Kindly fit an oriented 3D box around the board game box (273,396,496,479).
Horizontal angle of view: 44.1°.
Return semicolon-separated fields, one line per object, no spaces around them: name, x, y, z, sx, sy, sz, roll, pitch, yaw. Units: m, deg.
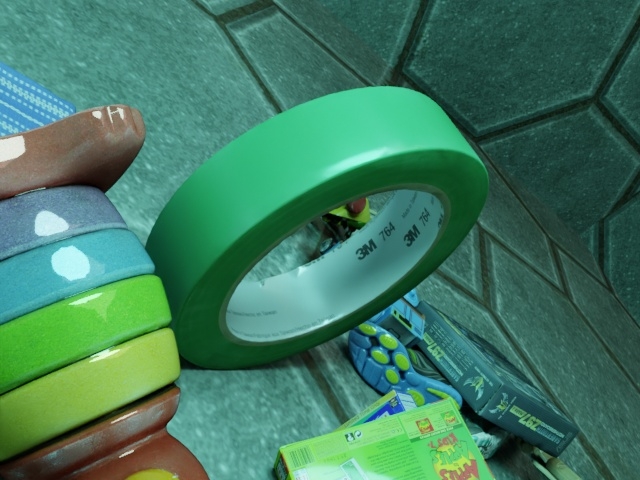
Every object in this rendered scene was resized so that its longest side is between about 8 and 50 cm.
board game box;0.058;0.216;0.728;0.181;0.043;0.092;-11;54;-21

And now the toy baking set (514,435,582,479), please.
toy baking set;0.364;0.345;1.148;0.197;0.030;0.256;40;3;18

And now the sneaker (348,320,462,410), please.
sneaker;0.103;0.169;1.024;0.188;0.067;0.078;39;3;-21

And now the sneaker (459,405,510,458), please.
sneaker;0.192;0.257;1.054;0.076;0.065;0.166;42;13;27

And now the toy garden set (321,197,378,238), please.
toy garden set;0.024;-0.034;1.111;0.204;0.049;0.244;16;-5;41

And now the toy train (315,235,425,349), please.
toy train;0.066;0.074;1.078;0.184;0.080;0.105;43;28;-16

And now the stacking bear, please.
stacking bear;-0.157;0.087;0.503;0.175;0.164;0.289;-20;85;-35

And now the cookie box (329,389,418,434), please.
cookie box;0.073;0.224;0.814;0.040;0.092;0.107;28;29;-51

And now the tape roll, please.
tape roll;0.000;0.000;0.733;0.321;0.321;0.077;14;39;-56

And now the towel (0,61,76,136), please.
towel;-0.312;-0.088;0.670;0.243;0.040;0.336;33;26;-36

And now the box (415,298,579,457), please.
box;0.239;0.195;1.139;0.183;0.059;0.232;33;8;-32
